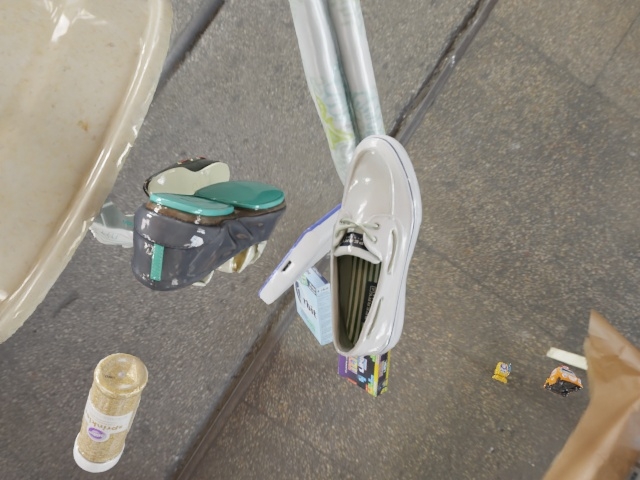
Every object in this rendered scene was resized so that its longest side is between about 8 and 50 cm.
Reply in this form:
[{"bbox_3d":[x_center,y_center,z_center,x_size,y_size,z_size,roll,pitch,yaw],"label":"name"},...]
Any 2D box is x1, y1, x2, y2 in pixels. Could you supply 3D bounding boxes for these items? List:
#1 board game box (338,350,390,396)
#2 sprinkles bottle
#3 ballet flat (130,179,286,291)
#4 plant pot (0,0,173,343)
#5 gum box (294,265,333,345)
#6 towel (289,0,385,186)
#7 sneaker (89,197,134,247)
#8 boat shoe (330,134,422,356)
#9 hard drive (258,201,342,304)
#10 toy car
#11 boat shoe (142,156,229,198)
[{"bbox_3d":[0.115,0.305,1.450,0.048,0.141,0.170,-18,118,-43],"label":"board game box"},{"bbox_3d":[-0.522,0.430,1.349,0.121,0.121,0.355,26,124,-2],"label":"sprinkles bottle"},{"bbox_3d":[-0.078,-0.005,0.405,0.074,0.203,0.074,2,99,11],"label":"ballet flat"},{"bbox_3d":[-0.329,-0.125,0.393,0.305,0.334,0.334,28,84,-35],"label":"plant pot"},{"bbox_3d":[-0.021,0.148,1.392,0.041,0.157,0.184,-17,125,-19],"label":"gum box"},{"bbox_3d":[0.009,-0.275,0.775,0.090,0.374,0.320,-15,43,5],"label":"towel"},{"bbox_3d":[-0.292,-0.021,0.745,0.061,0.152,0.054,-21,61,20],"label":"sneaker"},{"bbox_3d":[0.050,0.006,0.541,0.083,0.076,0.226,-1,91,34],"label":"boat shoe"},{"bbox_3d":[0.000,0.000,1.222,0.040,0.318,0.210,42,122,5],"label":"hard drive"},{"bbox_3d":[0.334,0.202,0.842,0.122,0.060,0.040,14,57,16],"label":"toy car"},{"bbox_3d":[-0.171,-0.074,0.681,0.042,0.133,0.049,16,114,26],"label":"boat shoe"}]
